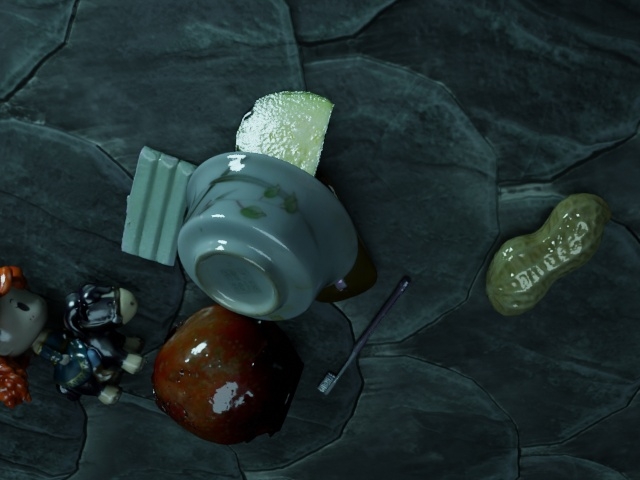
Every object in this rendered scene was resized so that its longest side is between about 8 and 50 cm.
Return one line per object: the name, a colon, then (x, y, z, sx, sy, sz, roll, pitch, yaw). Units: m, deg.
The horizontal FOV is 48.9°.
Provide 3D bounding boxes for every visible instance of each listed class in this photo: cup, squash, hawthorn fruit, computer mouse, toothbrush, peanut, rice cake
cup: (-0.120, 0.023, 1.279, 0.347, 0.163, 0.347, 14, 138, 14)
squash: (-0.062, -0.179, 1.313, 0.184, 0.085, 0.191, 15, 88, 24)
hawthorn fruit: (-0.182, 0.280, 1.437, 0.316, 0.316, 0.315, 1, 117, 1)
computer mouse: (0.000, 0.000, 1.405, 0.158, 0.072, 0.310, -21, 116, 14)
toothbrush: (0.091, 0.212, 1.537, 0.029, 0.024, 0.354, 32, 115, -4)
peanut: (0.437, 0.024, 1.378, 0.136, 0.120, 0.298, 37, 110, -21)
rice cake: (-0.323, -0.064, 1.394, 0.127, 0.043, 0.237, 18, 116, -8)

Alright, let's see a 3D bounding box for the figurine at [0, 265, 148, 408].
figurine: (-0.563, 0.200, 1.454, 0.412, 0.241, 0.306, 6, 126, -13)
